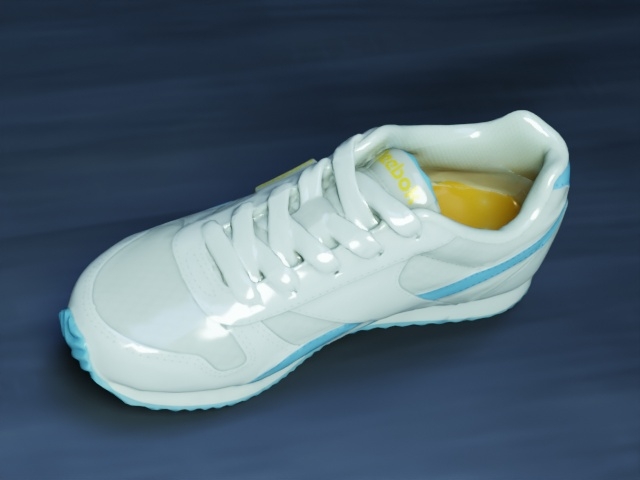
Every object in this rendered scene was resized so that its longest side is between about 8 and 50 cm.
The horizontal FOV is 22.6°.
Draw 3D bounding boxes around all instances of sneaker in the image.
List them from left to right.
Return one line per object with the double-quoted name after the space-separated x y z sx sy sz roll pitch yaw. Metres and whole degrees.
0.000 0.000 0.670 0.228 0.092 0.087 -17 60 -25 "sneaker"
